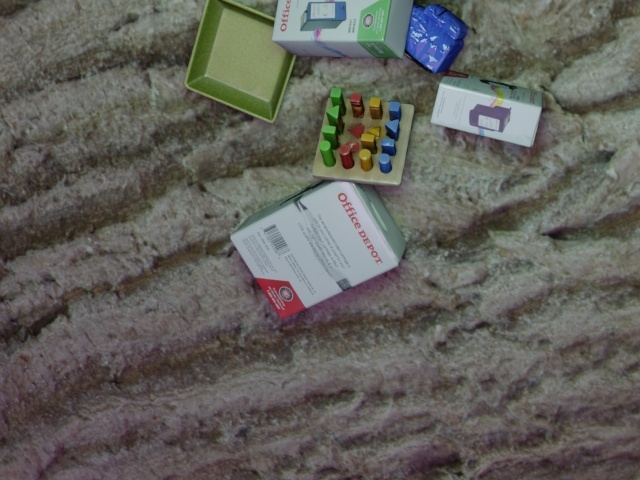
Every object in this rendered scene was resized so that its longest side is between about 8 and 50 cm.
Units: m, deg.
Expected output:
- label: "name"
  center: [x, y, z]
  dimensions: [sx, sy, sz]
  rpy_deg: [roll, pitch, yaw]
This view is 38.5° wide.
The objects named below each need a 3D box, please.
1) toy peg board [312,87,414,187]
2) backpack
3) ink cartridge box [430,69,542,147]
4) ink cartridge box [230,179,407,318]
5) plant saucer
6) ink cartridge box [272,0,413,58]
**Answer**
- label: "toy peg board"
  center: [0.073, -0.190, 1.618]
  dimensions: [0.160, 0.079, 0.161]
  rpy_deg: [7, 70, 13]
- label: "backpack"
  center: [0.181, -0.354, 1.560]
  dimensions: [0.120, 0.098, 0.101]
  rpy_deg: [38, 109, 11]
- label: "ink cartridge box"
  center: [0.287, -0.228, 1.566]
  dimensions: [0.175, 0.127, 0.072]
  rpy_deg: [15, 114, 8]
- label: "ink cartridge box"
  center: [0.000, 0.000, 1.751]
  dimensions: [0.272, 0.114, 0.197]
  rpy_deg: [-25, 104, 24]
- label: "plant saucer"
  center: [-0.138, -0.337, 1.680]
  dimensions: [0.188, 0.045, 0.188]
  rpy_deg: [23, 117, 4]
- label: "ink cartridge box"
  center: [0.039, -0.391, 1.526]
  dimensions: [0.212, 0.093, 0.154]
  rpy_deg: [8, 86, 30]
